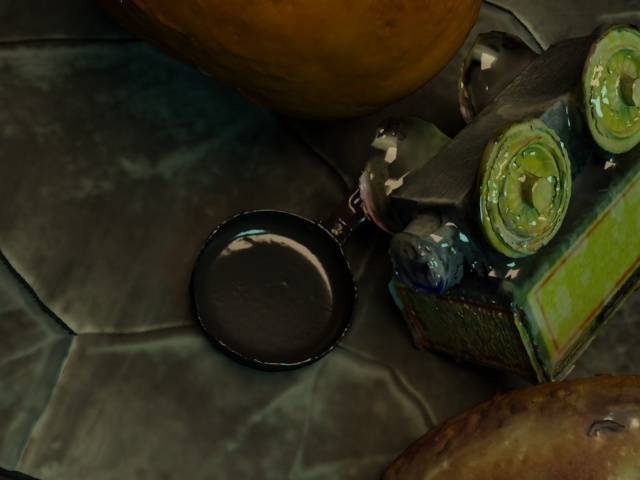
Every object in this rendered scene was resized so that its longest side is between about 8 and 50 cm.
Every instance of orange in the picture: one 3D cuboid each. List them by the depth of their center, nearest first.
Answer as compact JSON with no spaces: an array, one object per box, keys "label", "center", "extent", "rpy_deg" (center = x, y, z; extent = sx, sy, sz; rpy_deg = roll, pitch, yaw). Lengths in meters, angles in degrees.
[{"label":"orange","center":[-0.026,-0.204,0.691],"extent":[0.284,0.284,0.226],"rpy_deg":[25,97,-5]}]

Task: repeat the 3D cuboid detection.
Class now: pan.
[{"label":"pan","center":[0.000,0.001,0.738],"extent":[0.115,0.040,0.212],"rpy_deg":[42,69,5]}]

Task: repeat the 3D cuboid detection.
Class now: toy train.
[{"label":"toy train","center":[0.144,-0.036,0.725],"extent":[0.261,0.134,0.177],"rpy_deg":[-43,123,-27]}]

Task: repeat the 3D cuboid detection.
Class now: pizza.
[{"label":"pizza","center":[0.181,0.158,0.635],"extent":[0.305,0.085,0.161],"rpy_deg":[-2,94,23]}]
